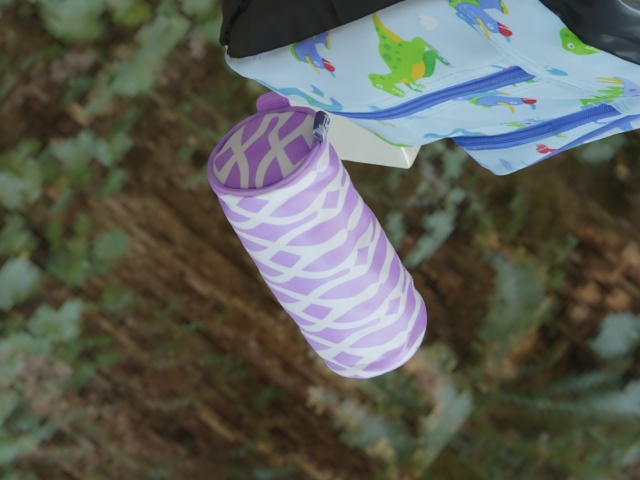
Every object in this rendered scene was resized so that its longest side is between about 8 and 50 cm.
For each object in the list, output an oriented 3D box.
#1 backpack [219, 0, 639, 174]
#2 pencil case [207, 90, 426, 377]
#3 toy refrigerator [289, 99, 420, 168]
[{"bbox_3d":[0.088,-0.167,0.896,0.355,0.273,0.290,-12,-119,47],"label":"backpack"},{"bbox_3d":[0.000,0.000,1.222,0.086,0.206,0.088,-14,-138,16],"label":"pencil case"},{"bbox_3d":[0.013,-0.175,1.304,0.102,0.094,0.269,-64,149,-29],"label":"toy refrigerator"}]
